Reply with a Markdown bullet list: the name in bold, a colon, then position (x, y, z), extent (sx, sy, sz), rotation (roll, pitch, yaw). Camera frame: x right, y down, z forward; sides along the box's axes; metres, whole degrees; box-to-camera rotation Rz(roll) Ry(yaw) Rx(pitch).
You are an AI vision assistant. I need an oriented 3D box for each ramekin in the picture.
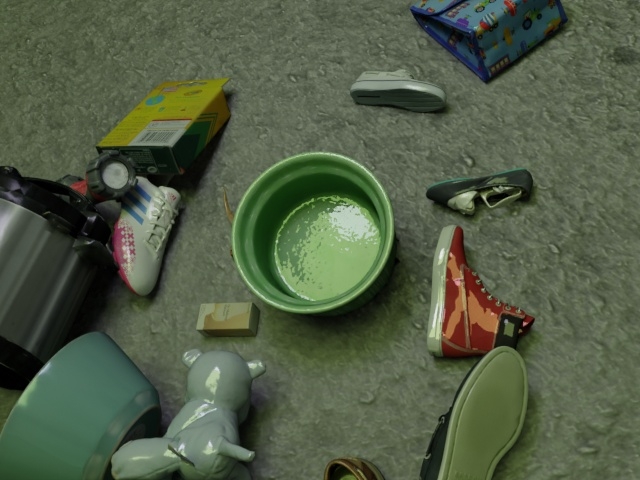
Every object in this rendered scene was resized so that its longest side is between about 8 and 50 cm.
- **ramekin**: position (0.000, 0.000, 1.306), extent (0.304, 0.148, 0.303), rotation (-4, 74, 14)

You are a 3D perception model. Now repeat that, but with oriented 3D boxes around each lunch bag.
- **lunch bag**: position (0.355, -0.519, 1.544), extent (0.221, 0.138, 0.293), rotation (-36, 43, -1)

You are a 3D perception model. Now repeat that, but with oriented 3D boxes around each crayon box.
- **crayon box**: position (-0.347, -0.272, 1.624), extent (0.202, 0.081, 0.318), rotation (3, 41, 23)

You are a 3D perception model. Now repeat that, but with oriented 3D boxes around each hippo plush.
- **hippo plush**: position (-0.217, 0.302, 1.185), extent (0.235, 0.294, 0.236), rotation (4, 53, -2)

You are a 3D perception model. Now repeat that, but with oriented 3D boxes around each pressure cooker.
- **pressure cooker**: position (-0.644, 0.052, 1.403), extent (0.376, 0.370, 0.420), rotation (-26, 41, 52)

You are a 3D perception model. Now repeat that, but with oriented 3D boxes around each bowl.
- **bowl**: position (-0.398, 0.335, 1.226), extent (0.163, 0.311, 0.311), rotation (24, 71, 13)

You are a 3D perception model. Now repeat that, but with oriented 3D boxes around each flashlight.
- **flashlight**: position (-0.515, -0.126, 1.548), extent (0.304, 0.103, 0.103), rotation (-5, 66, 49)

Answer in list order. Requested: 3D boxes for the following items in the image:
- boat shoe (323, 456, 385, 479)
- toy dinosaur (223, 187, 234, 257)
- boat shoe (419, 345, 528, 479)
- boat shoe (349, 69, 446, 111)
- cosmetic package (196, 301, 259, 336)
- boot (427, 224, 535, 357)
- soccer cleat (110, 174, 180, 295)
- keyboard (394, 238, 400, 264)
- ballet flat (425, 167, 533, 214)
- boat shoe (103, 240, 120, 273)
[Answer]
- **boat shoe**: position (0.076, 0.479, 1.048), extent (0.123, 0.120, 0.324), rotation (-32, 55, 6)
- **toy dinosaur**: position (-0.152, -0.014, 1.469), extent (0.212, 0.064, 0.112), rotation (27, 61, 20)
- **boat shoe**: position (0.225, 0.327, 1.097), extent (0.127, 0.113, 0.340), rotation (23, 75, -18)
- **boat shoe**: position (0.172, -0.339, 1.513), extent (0.226, 0.083, 0.075), rotation (13, 68, 27)
- **cosmetic package**: position (-0.183, 0.157, 1.382), extent (0.115, 0.041, 0.060), rotation (-5, 60, 18)
- **boot**: position (0.287, 0.088, 1.227), extent (0.176, 0.088, 0.244), rotation (-1, 69, 19)
- **soccer cleat**: position (-0.373, -0.041, 1.519), extent (0.143, 0.116, 0.331), rotation (-21, 56, 12)
- **keyboard**: position (0.079, -0.011, 1.386), extent (0.100, 0.038, 0.192), rotation (-40, 57, -5)
- **ballet flat**: position (0.305, -0.088, 1.330), extent (0.203, 0.074, 0.074), rotation (-10, 59, 12)
- **boat shoe**: position (-0.487, 0.023, 1.570), extent (0.038, 0.046, 0.125), rotation (-32, 64, -5)
